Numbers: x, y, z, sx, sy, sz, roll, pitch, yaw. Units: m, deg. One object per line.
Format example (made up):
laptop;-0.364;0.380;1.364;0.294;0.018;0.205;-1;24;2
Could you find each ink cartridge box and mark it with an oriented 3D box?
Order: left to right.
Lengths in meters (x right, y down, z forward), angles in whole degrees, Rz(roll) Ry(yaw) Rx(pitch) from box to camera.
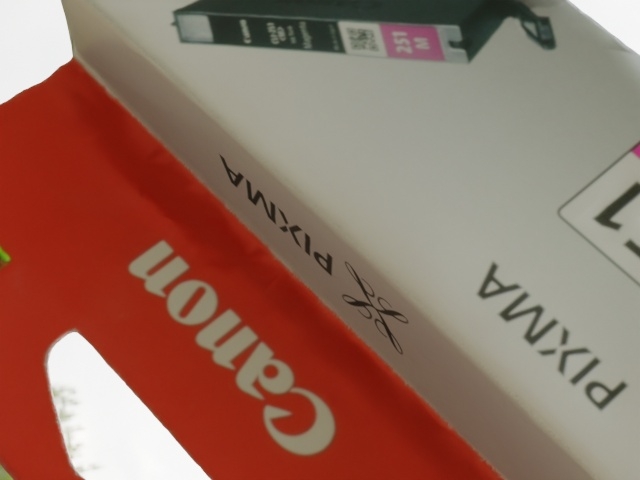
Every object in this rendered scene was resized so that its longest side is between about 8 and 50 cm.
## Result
ink cartridge box;0.000;0.000;0.411;0.275;0.239;0.060;44;-25;21
